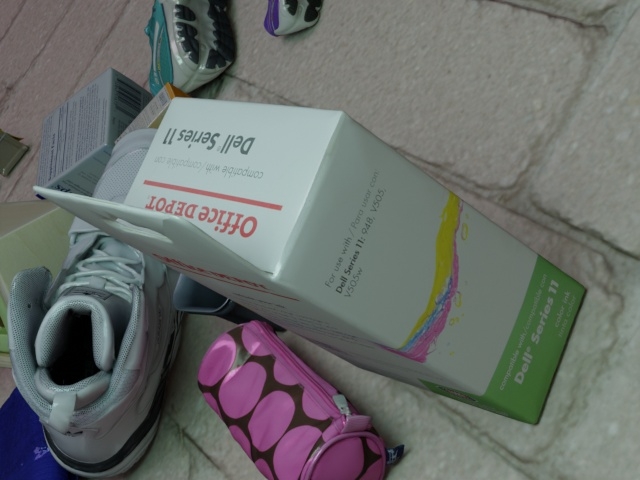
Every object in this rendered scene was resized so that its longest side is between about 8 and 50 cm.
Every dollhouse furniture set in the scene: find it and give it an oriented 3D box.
[{"bbox_3d":[-0.484,-0.107,1.647,0.152,0.076,0.059,-49,40,13],"label":"dollhouse furniture set"}]

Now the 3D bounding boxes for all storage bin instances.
[{"bbox_3d":[-0.060,0.020,1.095,0.098,0.091,0.135,-1,66,47],"label":"storage bin"}]

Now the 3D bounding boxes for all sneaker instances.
[{"bbox_3d":[-0.036,-0.305,1.305,0.071,0.068,0.170,-16,55,48],"label":"sneaker"},{"bbox_3d":[-0.175,-0.285,1.417,0.110,0.107,0.275,-38,42,38],"label":"sneaker"},{"bbox_3d":[-0.194,0.033,1.121,0.137,0.210,0.366,9,71,3],"label":"sneaker"}]

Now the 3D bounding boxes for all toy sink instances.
[{"bbox_3d":[-0.353,0.049,1.304,0.234,0.153,0.131,1,26,47],"label":"toy sink"}]

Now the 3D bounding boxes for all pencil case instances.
[{"bbox_3d":[-0.026,0.142,0.981,0.209,0.095,0.098,36,128,50],"label":"pencil case"}]

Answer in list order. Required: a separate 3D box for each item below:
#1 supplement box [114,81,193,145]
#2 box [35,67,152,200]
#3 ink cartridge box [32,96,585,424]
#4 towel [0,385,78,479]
[{"bbox_3d":[-0.180,-0.124,1.342,0.098,0.062,0.036,-46,42,16],"label":"supplement box"},{"bbox_3d":[-0.277,-0.118,1.434,0.137,0.072,0.126,-29,47,31],"label":"box"},{"bbox_3d":[0.000,0.000,0.832,0.207,0.353,0.119,12,75,50],"label":"ink cartridge box"},{"bbox_3d":[-0.312,0.311,1.197,0.227,0.076,0.308,-44,40,26],"label":"towel"}]
